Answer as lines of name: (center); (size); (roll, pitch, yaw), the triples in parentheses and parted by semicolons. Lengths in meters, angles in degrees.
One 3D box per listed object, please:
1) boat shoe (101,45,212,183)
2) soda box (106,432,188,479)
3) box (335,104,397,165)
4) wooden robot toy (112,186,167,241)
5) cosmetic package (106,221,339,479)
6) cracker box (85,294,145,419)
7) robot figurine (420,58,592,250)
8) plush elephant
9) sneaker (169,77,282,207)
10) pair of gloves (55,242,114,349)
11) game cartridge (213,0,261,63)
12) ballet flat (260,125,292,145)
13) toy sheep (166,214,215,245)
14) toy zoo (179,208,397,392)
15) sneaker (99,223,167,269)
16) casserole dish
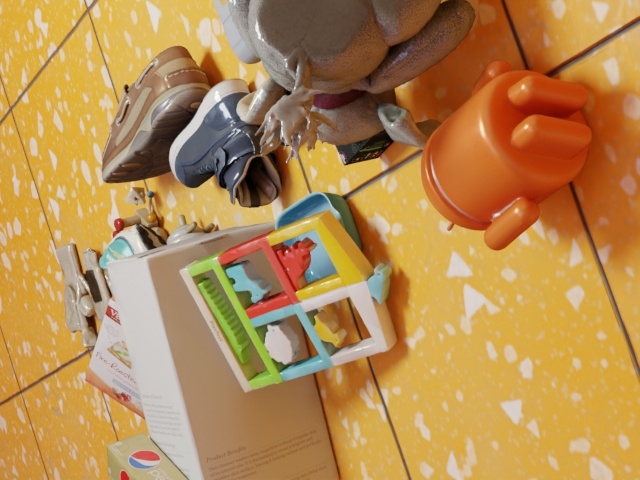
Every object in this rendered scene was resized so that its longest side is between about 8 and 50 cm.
boat shoe: (-0.246, -0.182, 2.135); (0.324, 0.123, 0.116); (-37, 64, 52)
soda box: (-0.225, 0.338, 1.960); (0.181, 0.061, 0.058); (36, 133, 48)
box: (0.053, -0.136, 1.699); (0.083, 0.052, 0.062); (-45, 64, 57)
wooden robot toy: (-0.285, -0.003, 2.322); (0.079, 0.076, 0.173); (39, 136, 30)
cosmetic package: (-0.137, 0.182, 2.011); (0.156, 0.217, 0.385); (-10, 93, 60)
cracker box: (-0.284, 0.186, 2.332); (0.156, 0.067, 0.232); (32, 136, 7)
robot figurine: (0.182, -0.089, 1.433); (0.158, 0.128, 0.219); (54, 147, 3)
plush elephant: (0.029, -0.210, 1.544); (0.255, 0.272, 0.330); (54, -126, -75)
sneaker: (-0.133, -0.095, 2.000); (0.163, 0.086, 0.226); (65, 148, 21)
pair of gloves: (-0.430, 0.108, 2.642); (0.240, 0.042, 0.204); (2, 106, 60)
game cartridge: (-0.100, -0.398, 1.839); (0.198, 0.062, 0.297); (-39, 69, 62)
ballet flat: (-0.024, -0.173, 1.834); (0.173, 0.049, 0.057); (-37, 26, 58)
toy sheep: (-0.191, 0.018, 2.158); (0.091, 0.091, 0.132); (124, 139, -53)
toy zoo: (-0.027, 0.076, 1.833); (0.293, 0.030, 0.192); (-21, 101, 36)
sneaker: (-0.238, 0.107, 2.202); (0.110, 0.107, 0.275); (-37, 80, 17)
casserole dish: (0.000, 0.000, 1.870); (0.188, 0.037, 0.114); (-30, 78, 60)
